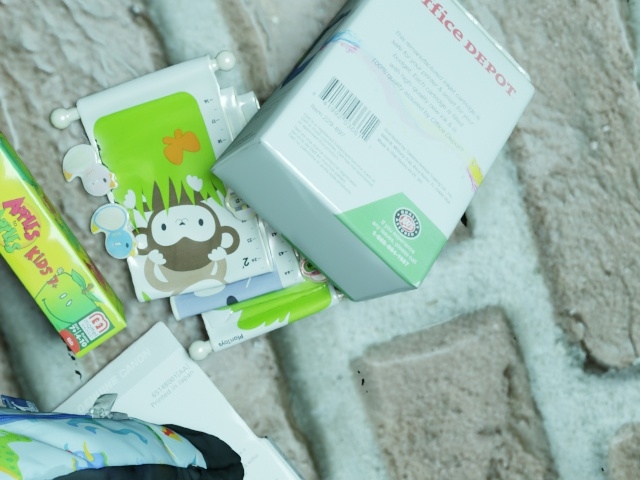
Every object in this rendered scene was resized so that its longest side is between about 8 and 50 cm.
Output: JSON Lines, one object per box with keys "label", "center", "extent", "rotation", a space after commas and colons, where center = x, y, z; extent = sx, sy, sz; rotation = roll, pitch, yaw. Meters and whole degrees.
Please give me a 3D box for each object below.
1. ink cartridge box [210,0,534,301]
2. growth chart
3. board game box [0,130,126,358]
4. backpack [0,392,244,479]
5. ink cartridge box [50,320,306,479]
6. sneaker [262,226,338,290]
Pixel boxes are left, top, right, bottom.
{"label": "ink cartridge box", "center": [0.046, -0.084, 0.694], "extent": [0.154, 0.093, 0.212], "rotation": [42, 63, -15]}
{"label": "growth chart", "center": [-0.092, -0.025, 0.718], "extent": [0.172, 0.021, 0.237], "rotation": [-27, 96, 4]}
{"label": "board game box", "center": [-0.212, -0.007, 0.678], "extent": [0.043, 0.092, 0.181], "rotation": [-35, 103, -9]}
{"label": "backpack", "center": [-0.204, 0.219, 0.533], "extent": [0.274, 0.355, 0.290], "rotation": [22, 82, 4]}
{"label": "ink cartridge box", "center": [-0.152, 0.258, 0.738], "extent": [0.296, 0.066, 0.261], "rotation": [-40, 81, -6]}
{"label": "sneaker", "center": [0.000, 0.000, 0.756], "extent": [0.119, 0.042, 0.067], "rotation": [18, 95, -13]}
